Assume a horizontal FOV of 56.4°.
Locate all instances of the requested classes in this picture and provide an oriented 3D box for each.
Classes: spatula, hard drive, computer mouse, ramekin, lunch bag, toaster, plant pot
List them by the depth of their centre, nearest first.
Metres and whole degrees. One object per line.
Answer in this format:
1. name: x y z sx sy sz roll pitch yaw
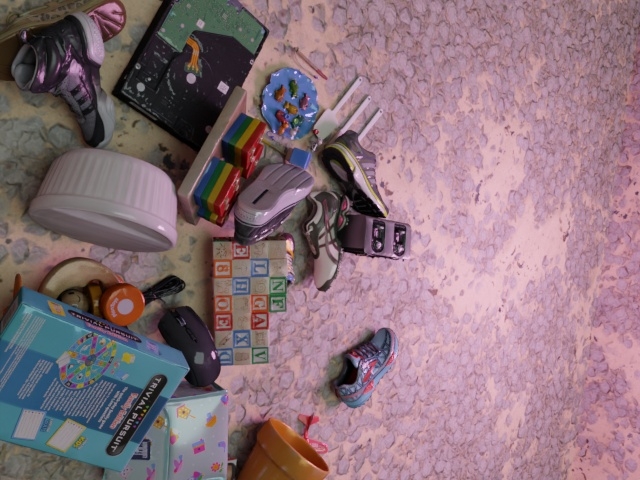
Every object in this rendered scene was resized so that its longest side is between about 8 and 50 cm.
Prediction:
1. ramekin: -0.400 -0.074 1.143 0.273 0.273 0.127 23 69 -40
2. computer mouse: -0.329 0.213 1.304 0.184 0.060 0.262 -22 84 -35
3. lunch bag: -0.345 0.433 1.319 0.262 0.160 0.223 1 94 -34
4. hard drive: -0.278 -0.400 1.325 0.237 0.064 0.339 33 75 -38
5. plant pot: -0.113 0.593 1.523 0.188 0.205 0.205 -50 125 -5
6. spatula: 0.083 -0.334 1.667 0.242 0.019 0.168 -54 124 -21
7. toaster: 0.141 -0.007 1.667 0.168 0.186 0.110 10 87 -33

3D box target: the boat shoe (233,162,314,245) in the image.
1. boat shoe: -0.124 -0.092 1.436 0.335 0.121 0.119 -42 161 -57

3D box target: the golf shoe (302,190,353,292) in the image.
1. golf shoe: 0.000 0.000 1.606 0.120 0.105 0.272 11 84 -23

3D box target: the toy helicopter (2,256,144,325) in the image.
1. toy helicopter: -0.520 0.199 1.159 0.235 0.140 0.355 26 85 -40

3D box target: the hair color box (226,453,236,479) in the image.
1. hair color box: -0.279 0.575 1.466 0.141 0.043 0.072 4 93 -41

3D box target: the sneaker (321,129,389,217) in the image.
1. sneaker: 0.122 -0.178 1.658 0.121 0.111 0.300 -54 132 -24

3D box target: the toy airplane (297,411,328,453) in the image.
1. toy airplane: -0.043 0.549 1.669 0.151 0.028 0.151 -2 95 -26

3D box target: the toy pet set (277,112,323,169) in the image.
1. toy pet set: -0.047 -0.245 1.511 0.122 0.065 0.114 17 95 -42

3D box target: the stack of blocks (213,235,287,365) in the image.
1. stack of blocks: -0.169 0.141 1.427 0.171 0.087 0.297 0 98 -10

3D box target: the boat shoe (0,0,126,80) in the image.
1. boat shoe: -0.508 -0.391 1.127 0.285 0.089 0.104 -37 152 -30

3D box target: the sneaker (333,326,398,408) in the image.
1. sneaker: 0.132 0.356 1.745 0.125 0.104 0.262 46 67 -32

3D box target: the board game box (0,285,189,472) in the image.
1. board game box: -0.460 0.270 1.117 0.336 0.079 0.253 32 93 -32

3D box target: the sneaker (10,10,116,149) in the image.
1. sneaker: -0.478 -0.278 1.107 0.153 0.101 0.268 -30 141 -37

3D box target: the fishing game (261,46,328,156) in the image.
1. fishing game: -0.069 -0.350 1.523 0.189 0.041 0.264 34 74 -41

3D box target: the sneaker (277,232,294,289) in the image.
1. sneaker: -0.092 0.072 1.530 0.070 0.084 0.185 18 84 -40

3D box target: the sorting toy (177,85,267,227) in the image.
1. sorting toy: -0.200 -0.159 1.294 0.089 0.257 0.255 26 76 -2
